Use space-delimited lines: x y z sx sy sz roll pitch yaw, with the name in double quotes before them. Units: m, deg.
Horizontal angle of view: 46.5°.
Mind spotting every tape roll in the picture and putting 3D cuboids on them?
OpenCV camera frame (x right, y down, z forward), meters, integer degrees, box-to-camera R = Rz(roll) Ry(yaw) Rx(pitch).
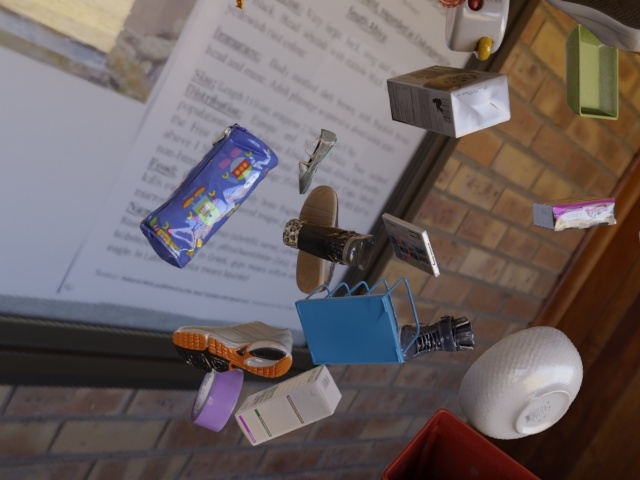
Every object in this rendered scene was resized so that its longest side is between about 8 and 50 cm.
"tape roll" -0.298 0.447 2.139 0.080 0.189 0.189 25 11 -14

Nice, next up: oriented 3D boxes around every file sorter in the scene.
"file sorter" 0.067 0.132 1.257 0.170 0.118 0.104 -7 18 32

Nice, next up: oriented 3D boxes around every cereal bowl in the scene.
"cereal bowl" 0.530 0.388 1.897 0.339 0.339 0.141 21 24 -38

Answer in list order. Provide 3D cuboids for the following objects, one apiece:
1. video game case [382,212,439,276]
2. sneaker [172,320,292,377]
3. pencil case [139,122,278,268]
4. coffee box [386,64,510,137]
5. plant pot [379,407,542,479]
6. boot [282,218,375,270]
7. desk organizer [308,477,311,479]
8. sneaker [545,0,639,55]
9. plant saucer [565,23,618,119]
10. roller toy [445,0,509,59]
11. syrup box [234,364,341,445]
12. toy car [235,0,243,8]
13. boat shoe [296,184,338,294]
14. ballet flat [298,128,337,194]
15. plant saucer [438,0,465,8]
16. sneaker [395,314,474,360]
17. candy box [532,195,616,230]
"video game case" 0.228 0.011 1.882 0.157 0.019 0.143 28 -32 51
"sneaker" -0.185 0.221 1.611 0.262 0.099 0.121 10 29 3
"pencil case" -0.216 -0.092 1.432 0.119 0.306 0.133 21 -24 50
"coffee box" 0.317 -0.358 1.886 0.168 0.119 0.297 -20 24 -20
"plant pot" 0.244 0.546 1.460 0.267 0.236 0.267 35 34 19
"boot" 0.025 0.004 1.719 0.178 0.085 0.236 17 2 15
"desk organizer" -0.011 0.506 1.381 0.050 0.047 0.130 -13 26 -25
"sneaker" 0.485 -0.410 1.325 0.290 0.106 0.123 52 5 35
"plant saucer" 0.569 -0.351 1.572 0.045 0.188 0.188 3 6 44
"roller toy" 0.410 -0.583 1.930 0.146 0.191 0.209 5 31 0
"syrup box" -0.078 0.396 1.787 0.096 0.237 0.093 62 21 -7
"toy car" -0.212 -0.628 1.891 0.060 0.040 0.122 -19 41 -33
"boat shoe" 0.000 0.000 1.955 0.102 0.285 0.092 5 -1 26
"ballet flat" -0.028 -0.239 2.221 0.068 0.213 0.072 27 18 -15
"plant saucer" 0.322 -0.599 1.797 0.083 0.083 0.013 20 44 -41
"sneaker" 0.264 0.226 1.717 0.163 0.086 0.226 -6 2 24
"candy box" 0.670 -0.075 1.984 0.159 0.071 0.233 -7 5 3
